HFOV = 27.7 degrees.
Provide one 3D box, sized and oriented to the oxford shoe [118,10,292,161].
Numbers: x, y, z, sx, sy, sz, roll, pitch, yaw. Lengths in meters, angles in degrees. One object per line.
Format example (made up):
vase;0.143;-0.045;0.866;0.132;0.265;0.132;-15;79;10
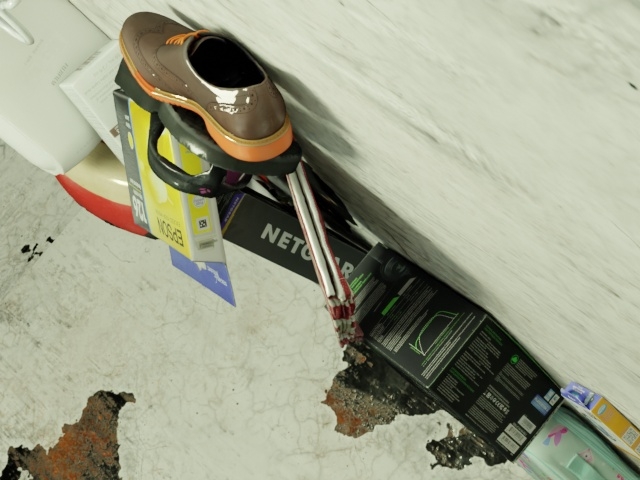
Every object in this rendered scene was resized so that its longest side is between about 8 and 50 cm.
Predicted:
oxford shoe;-0.124;-0.190;1.353;0.271;0.097;0.098;37;150;35

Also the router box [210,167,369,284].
router box;-0.062;-0.011;2.078;0.309;0.081;0.243;27;-177;-30

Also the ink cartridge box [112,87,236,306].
ink cartridge box;-0.230;-0.070;1.974;0.303;0.072;0.307;-156;56;-63

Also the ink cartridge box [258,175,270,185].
ink cartridge box;-0.176;-0.155;2.262;0.145;0.045;0.179;38;173;28

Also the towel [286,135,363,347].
towel;0.000;0.000;1.679;0.329;0.037;0.237;77;175;-76

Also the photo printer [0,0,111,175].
photo printer;-0.467;-0.277;2.145;0.307;0.256;0.107;43;155;-30

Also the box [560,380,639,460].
box;0.368;0.230;1.667;0.136;0.028;0.081;44;175;-19

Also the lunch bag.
lunch bag;0.406;0.355;2.067;0.279;0.108;0.224;41;173;-21

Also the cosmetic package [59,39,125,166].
cosmetic package;-0.308;-0.203;2.130;0.231;0.117;0.085;51;164;-22

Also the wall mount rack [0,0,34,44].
wall mount rack;-0.535;-0.446;1.897;0.350;0.130;0.304;42;171;-29

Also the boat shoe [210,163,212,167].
boat shoe;-0.161;-0.141;2.032;0.081;0.079;0.227;46;170;-21

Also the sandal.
sandal;-0.143;-0.123;1.546;0.167;0.107;0.446;14;-167;-23

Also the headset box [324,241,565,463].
headset box;0.173;0.156;1.875;0.246;0.131;0.283;43;175;-39

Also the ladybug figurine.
ladybug figurine;-0.338;-0.122;2.396;0.305;0.162;0.449;-12;-149;-42

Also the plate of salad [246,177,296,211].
plate of salad;-0.074;-0.056;2.362;0.200;0.048;0.200;45;170;11
